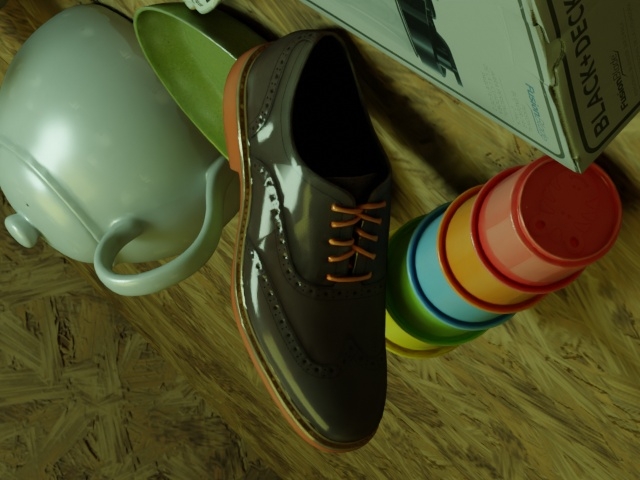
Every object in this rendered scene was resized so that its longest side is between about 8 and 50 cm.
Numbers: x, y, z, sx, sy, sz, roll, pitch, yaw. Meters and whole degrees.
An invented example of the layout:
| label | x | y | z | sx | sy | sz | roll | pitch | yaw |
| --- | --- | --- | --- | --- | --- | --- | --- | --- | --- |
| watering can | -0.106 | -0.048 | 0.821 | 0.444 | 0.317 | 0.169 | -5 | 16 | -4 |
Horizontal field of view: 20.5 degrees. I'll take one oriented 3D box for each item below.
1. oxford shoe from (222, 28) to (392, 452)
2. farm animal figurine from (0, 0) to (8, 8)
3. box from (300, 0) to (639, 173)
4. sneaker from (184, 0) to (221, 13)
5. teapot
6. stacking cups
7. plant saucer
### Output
| label | x | y | z | sx | sy | sz | roll | pitch | yaw |
| --- | --- | --- | --- | --- | --- | --- | --- | --- | --- |
| oxford shoe | 0.000 | 0.000 | 1.116 | 0.098 | 0.097 | 0.271 | -16 | 85 | 61 |
| farm animal figurine | -0.378 | -0.190 | 1.380 | 0.330 | 0.327 | 0.172 | 70 | -177 | -55 |
| box | 0.022 | -0.168 | 0.772 | 0.290 | 0.087 | 0.169 | 36 | 164 | 35 |
| sneaker | -0.083 | -0.175 | 1.190 | 0.037 | 0.032 | 0.083 | 50 | 166 | -20 |
| teapot | -0.192 | -0.064 | 1.522 | 0.252 | 0.187 | 0.256 | 45 | 166 | -1 |
| stacking cups | 0.102 | 0.003 | 1.084 | 0.096 | 0.096 | 0.316 | 45 | 162 | 0 |
| plant saucer | -0.040 | -0.092 | 1.301 | 0.241 | 0.037 | 0.241 | 42 | 166 | 13 |
